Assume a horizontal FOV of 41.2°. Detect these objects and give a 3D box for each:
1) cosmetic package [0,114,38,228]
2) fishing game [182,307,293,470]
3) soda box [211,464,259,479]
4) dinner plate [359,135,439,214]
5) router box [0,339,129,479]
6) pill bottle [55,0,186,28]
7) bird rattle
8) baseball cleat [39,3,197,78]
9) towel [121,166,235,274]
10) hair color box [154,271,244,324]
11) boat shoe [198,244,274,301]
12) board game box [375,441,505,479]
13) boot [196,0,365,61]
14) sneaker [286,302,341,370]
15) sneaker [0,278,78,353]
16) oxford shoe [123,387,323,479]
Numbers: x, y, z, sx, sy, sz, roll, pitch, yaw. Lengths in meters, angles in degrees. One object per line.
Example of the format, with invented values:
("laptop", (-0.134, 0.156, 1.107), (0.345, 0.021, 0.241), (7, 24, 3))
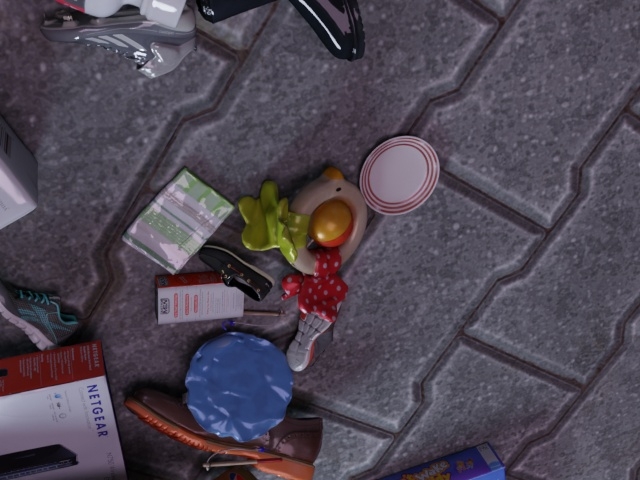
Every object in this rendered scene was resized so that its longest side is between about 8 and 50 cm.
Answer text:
("cosmetic package", (-0.624, -0.047, 1.101), (0.453, 0.161, 0.230), (-29, 123, -2))
("fishing game", (-0.139, 0.246, 1.435), (0.189, 0.041, 0.264), (0, 83, -19))
("soda box", (-0.176, 0.457, 1.519), (0.058, 0.181, 0.061), (41, 102, 13))
("dinner plate", (0.129, -0.108, 1.405), (0.141, 0.017, 0.141), (-8, 120, -14))
("router box", (-0.476, 0.330, 1.370), (0.301, 0.082, 0.335), (-10, 130, -13))
("pill bottle", (-0.298, -0.370, 0.995), (0.318, 0.176, 0.176), (20, 110, -14))
("bird rattle", (0.000, 0.000, 1.362), (0.207, 0.143, 0.253), (-46, 126, -10))
("baseball cleat", (-0.268, -0.267, 1.156), (0.205, 0.072, 0.109), (-8, 126, -10))
("towel", (-0.220, -0.027, 1.329), (0.152, 0.023, 0.113), (-47, 122, 9))
("hair color box", (-0.197, 0.091, 1.388), (0.141, 0.043, 0.072), (-4, 118, -18))
("boat shoe", (-0.139, 0.051, 1.349), (0.133, 0.042, 0.049), (29, 150, 10))
("board game box", (0.215, 0.579, 1.767), (0.347, 0.078, 0.233), (-16, 121, -10))
("boot", (-0.065, -0.336, 1.169), (0.207, 0.094, 0.246), (-23, 115, -10))
("sneaker", (-0.003, 0.157, 1.492), (0.065, 0.061, 0.158), (8, 118, -52))
("sneaker", (-0.438, 0.102, 1.310), (0.076, 0.065, 0.166), (-39, 130, -5))
("oxford shoe", (-0.164, 0.311, 1.496), (0.363, 0.130, 0.133), (24, 75, -21))
